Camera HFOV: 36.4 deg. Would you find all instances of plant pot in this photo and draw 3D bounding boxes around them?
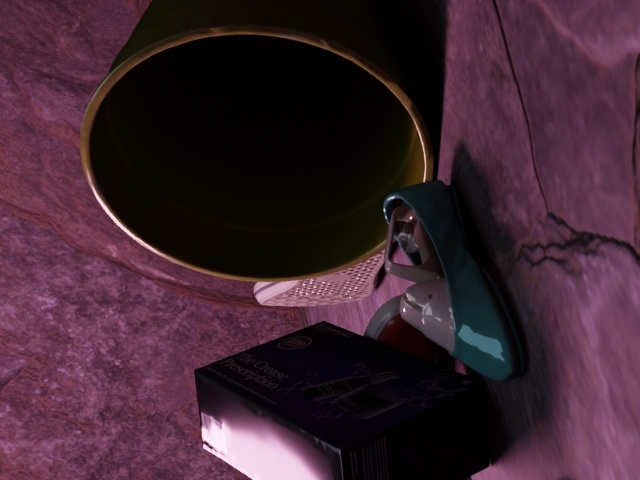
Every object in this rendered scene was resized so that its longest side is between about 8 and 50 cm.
[{"bbox_3d":[-0.062,-0.201,1.131,0.366,0.367,0.353,88,-177,-48],"label":"plant pot"}]

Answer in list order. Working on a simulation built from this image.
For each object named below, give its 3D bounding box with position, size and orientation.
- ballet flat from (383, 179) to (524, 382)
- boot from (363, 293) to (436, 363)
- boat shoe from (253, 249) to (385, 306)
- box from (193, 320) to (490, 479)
[{"bbox_3d":[0.106,0.038,0.882,0.247,0.087,0.083,-105,9,-47],"label":"ballet flat"},{"bbox_3d":[0.115,0.188,1.096,0.244,0.088,0.176,92,158,-45],"label":"boot"},{"bbox_3d":[0.000,0.000,1.456,0.500,0.187,0.156,117,150,-71],"label":"boat shoe"},{"bbox_3d":[0.016,0.181,1.002,0.261,0.184,0.103,15,114,51],"label":"box"}]
